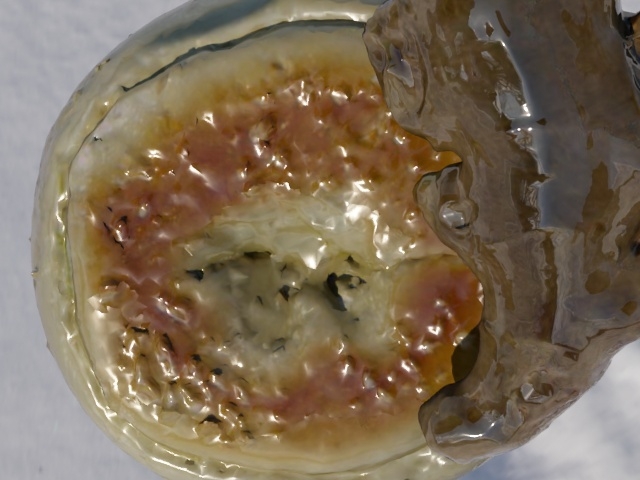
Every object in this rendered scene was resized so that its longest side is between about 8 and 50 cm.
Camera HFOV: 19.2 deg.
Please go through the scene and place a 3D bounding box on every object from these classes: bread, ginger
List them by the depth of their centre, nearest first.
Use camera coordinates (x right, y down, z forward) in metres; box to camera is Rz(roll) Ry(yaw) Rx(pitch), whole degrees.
[{"bbox_3d":[0.107,-0.050,0.836,0.166,0.080,0.333,-1,106,18],"label":"ginger"},{"bbox_3d":[0.000,0.000,1.006,0.306,0.159,0.305,0,96,2],"label":"bread"}]
